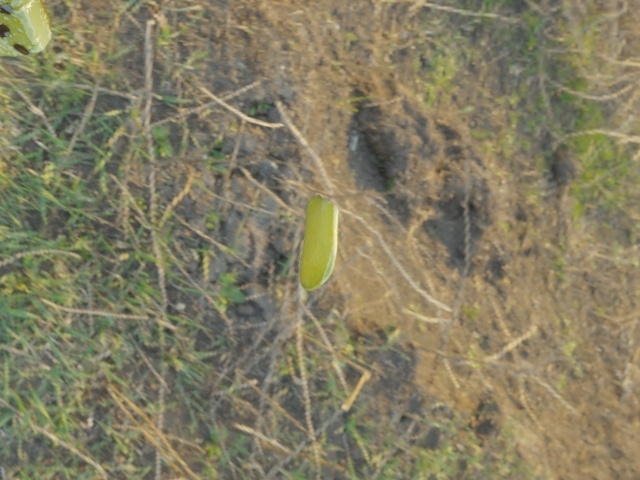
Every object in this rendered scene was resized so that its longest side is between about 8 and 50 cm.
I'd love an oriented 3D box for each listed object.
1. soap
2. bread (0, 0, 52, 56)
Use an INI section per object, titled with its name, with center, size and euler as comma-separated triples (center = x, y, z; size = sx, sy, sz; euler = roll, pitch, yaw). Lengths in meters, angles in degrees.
[soap]
center = 0.000, 0.000, 1.547
size = 0.033, 0.089, 0.168
euler = 26, 55, -31
[bread]
center = -0.530, -0.426, 1.510
size = 0.361, 0.138, 0.077
euler = 81, 12, -54
